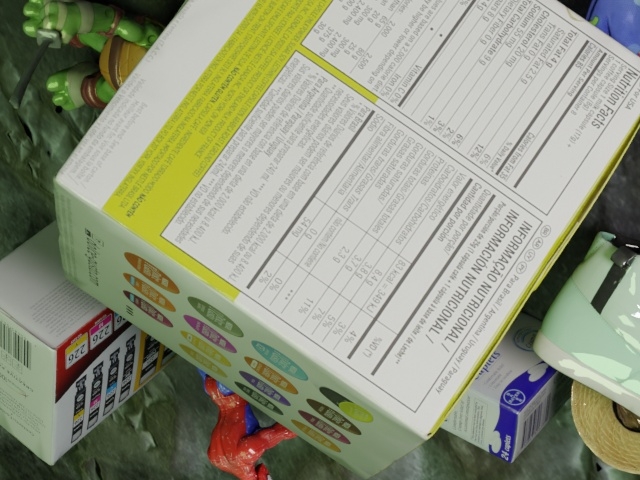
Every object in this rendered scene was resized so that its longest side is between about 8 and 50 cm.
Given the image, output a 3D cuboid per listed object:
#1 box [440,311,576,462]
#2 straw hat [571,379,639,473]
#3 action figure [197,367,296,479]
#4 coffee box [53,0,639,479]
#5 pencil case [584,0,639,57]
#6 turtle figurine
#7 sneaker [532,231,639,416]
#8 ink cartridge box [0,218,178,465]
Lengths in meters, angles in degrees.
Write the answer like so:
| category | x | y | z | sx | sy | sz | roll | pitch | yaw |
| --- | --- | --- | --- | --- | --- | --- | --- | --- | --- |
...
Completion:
| category | x | y | z | sx | sy | sz | roll | pitch | yaw |
| --- | --- | --- | --- | --- | --- | --- | --- | --- | --- |
| box | 0.166 | 0.130 | 1.651 | 0.137 | 0.126 | 0.072 | 25 | 135 | 27 |
| straw hat | 0.306 | 0.148 | 1.576 | 0.144 | 0.144 | 0.061 | 42 | -179 | 10 |
| action figure | -0.072 | 0.125 | 1.714 | 0.091 | 0.139 | 0.280 | -15 | 90 | 54 |
| coffee box | 0.018 | -0.045 | 1.371 | 0.334 | 0.338 | 0.337 | 34 | 166 | 2 |
| pencil case | 0.340 | -0.114 | 1.303 | 0.306 | 0.119 | 0.133 | 33 | 121 | 21 |
| turtle figurine | -0.249 | -0.158 | 1.737 | 0.198 | 0.274 | 0.266 | 36 | 176 | -33 |
| sneaker | 0.329 | 0.089 | 1.482 | 0.256 | 0.094 | 0.151 | 27 | 108 | 13 |
| ink cartridge box | -0.229 | 0.083 | 1.839 | 0.130 | 0.309 | 0.272 | 35 | 142 | 20 |
